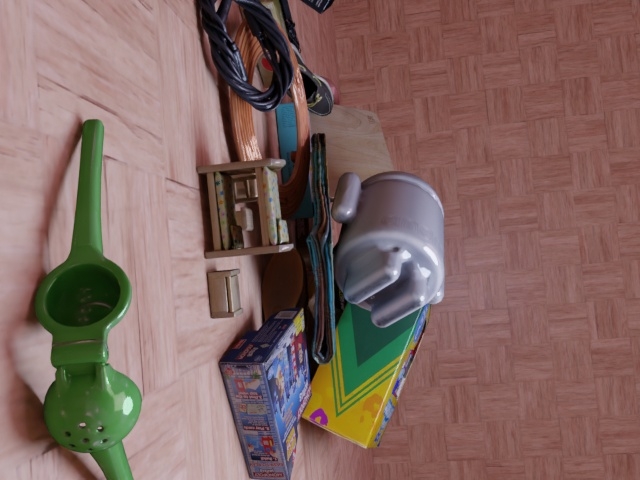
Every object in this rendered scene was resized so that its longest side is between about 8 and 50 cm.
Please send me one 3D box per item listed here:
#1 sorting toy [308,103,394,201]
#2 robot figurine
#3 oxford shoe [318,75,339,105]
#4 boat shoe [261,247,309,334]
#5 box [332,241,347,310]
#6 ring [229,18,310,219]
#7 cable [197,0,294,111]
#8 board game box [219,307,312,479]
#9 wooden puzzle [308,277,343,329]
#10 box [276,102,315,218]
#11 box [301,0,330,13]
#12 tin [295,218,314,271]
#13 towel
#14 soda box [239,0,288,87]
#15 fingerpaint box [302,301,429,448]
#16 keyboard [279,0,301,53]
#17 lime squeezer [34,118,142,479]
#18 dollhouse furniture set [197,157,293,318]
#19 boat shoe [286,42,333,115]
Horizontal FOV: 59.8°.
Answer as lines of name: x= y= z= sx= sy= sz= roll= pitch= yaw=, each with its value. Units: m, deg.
sorting toy: x=0.056 y=-0.201 z=1.383 sx=0.257 sy=0.089 sz=0.256 roll=-2 pitch=70 yaw=-41
robot figurine: x=0.137 y=-0.001 z=1.070 sx=0.300 sy=0.199 sz=0.353 roll=45 pitch=33 yaw=-22
oxford shoe: x=-0.005 y=-0.272 z=1.546 sx=0.130 sy=0.123 sz=0.348 roll=-62 pitch=150 yaw=-36
boat shoe: x=-0.055 y=0.117 z=0.919 sx=0.073 sy=0.073 sz=0.207 roll=34 pitch=60 yaw=-65
box: x=0.087 y=0.039 z=1.281 sx=0.184 sy=0.045 sz=0.191 roll=-56 pitch=152 yaw=-39
ring: x=-0.082 y=-0.201 z=0.933 sx=0.336 sy=0.032 sz=0.337 roll=-2 pitch=90 yaw=-74
cable: x=-0.098 y=-0.269 z=0.767 sx=0.150 sy=0.047 sz=0.185 roll=-30 pitch=107 yaw=-58
board game box: x=-0.065 y=0.217 z=0.771 sx=0.194 sy=0.060 sz=0.194 roll=-44 pitch=131 yaw=-72
wooden puzzle: x=0.065 y=0.125 z=1.436 sx=0.322 sy=0.080 sz=0.348 roll=-57 pitch=150 yaw=-33
box: x=-0.049 y=-0.170 z=1.220 sx=0.100 sy=0.060 sz=0.244 roll=-10 pitch=95 yaw=-82
box: x=-0.040 y=-0.514 z=1.017 sx=0.103 sy=0.184 sz=0.261 roll=-52 pitch=-169 yaw=23
tin: x=-0.033 y=-0.018 z=1.332 sx=0.106 sy=0.040 sz=0.190 roll=50 pitch=35 yaw=-70
towel: x=0.000 y=0.000 z=1.003 sx=0.370 sy=0.040 sz=0.272 roll=-92 pitch=180 yaw=-55
soda box: x=-0.093 y=-0.370 z=1.021 sx=0.181 sy=0.061 sz=0.058 roll=73 pitch=14 yaw=-56
fingerpaint box: x=0.131 y=0.287 z=1.328 sx=0.371 sy=0.163 sz=0.445 roll=-64 pitch=163 yaw=-15
keyboard: x=-0.089 y=-0.521 z=1.334 sx=0.192 sy=0.038 sz=0.100 roll=71 pitch=-8 yaw=-56
lime squeezer: x=-0.141 y=0.064 z=0.370 sx=0.110 sy=0.058 sz=0.311 roll=-15 pitch=98 yaw=-82
dollhouse furniture set: x=-0.077 y=-0.004 z=0.727 sx=0.161 sy=0.101 sz=0.182 roll=-12 pitch=96 yaw=-82
boat shoe: x=-0.037 y=-0.332 z=1.214 sx=0.227 sy=0.081 sz=0.069 roll=37 pitch=36 yaw=-52
